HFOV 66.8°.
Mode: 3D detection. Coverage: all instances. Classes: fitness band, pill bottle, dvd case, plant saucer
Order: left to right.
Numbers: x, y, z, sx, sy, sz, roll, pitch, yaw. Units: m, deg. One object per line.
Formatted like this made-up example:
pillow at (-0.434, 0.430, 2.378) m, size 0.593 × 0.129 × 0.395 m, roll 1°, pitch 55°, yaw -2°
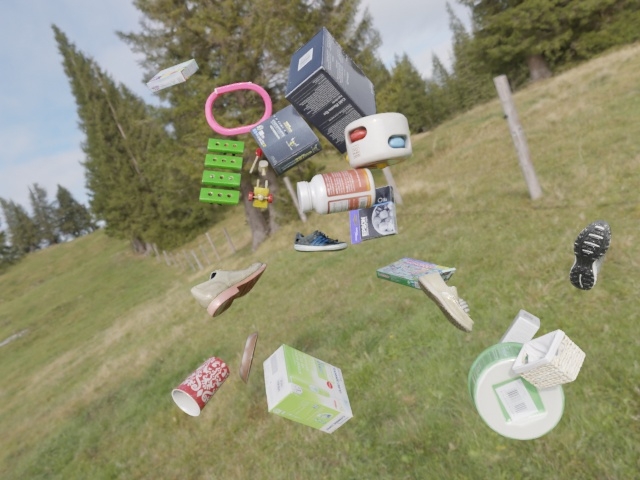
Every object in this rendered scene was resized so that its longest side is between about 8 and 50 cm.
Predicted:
fitness band at (-0.352, -0.565, 2.091) m, size 0.291 × 0.208 × 0.054 m, roll -10°, pitch 14°, yaw 4°
plant saucer at (-0.269, 0.432, 1.811) m, size 0.036 × 0.198 × 0.198 m, roll 12°, pitch 9°, yaw -3°
pill bottle at (0.044, -0.142, 1.437) m, size 0.216 × 0.121 × 0.121 m, roll -9°, pitch 7°, yaw -8°
dvd case at (0.489, 0.162, 1.960) m, size 0.087 × 0.013 × 0.119 m, roll -8°, pitch -43°, yaw -38°

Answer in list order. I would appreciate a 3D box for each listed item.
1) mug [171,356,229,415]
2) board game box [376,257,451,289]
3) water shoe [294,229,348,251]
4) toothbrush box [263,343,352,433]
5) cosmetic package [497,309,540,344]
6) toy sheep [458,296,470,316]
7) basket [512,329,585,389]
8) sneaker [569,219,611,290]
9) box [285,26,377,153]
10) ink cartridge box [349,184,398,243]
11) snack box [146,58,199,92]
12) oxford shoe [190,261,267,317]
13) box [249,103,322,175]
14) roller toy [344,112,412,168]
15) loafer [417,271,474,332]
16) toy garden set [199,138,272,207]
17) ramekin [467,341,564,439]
mug at (-0.399, 0.471, 1.599) m, size 0.150 × 0.113 × 0.169 m, roll -5°, pitch 27°, yaw 36°
board game box at (0.466, 0.163, 2.448) m, size 0.214 × 0.046 × 0.317 m, roll -21°, pitch 19°, yaw -31°
water shoe at (0.000, 0.000, 1.766) m, size 0.203 × 0.080 × 0.073 m, roll -2°, pitch -6°, yaw 14°
toothbrush box at (-0.046, 0.514, 1.682) m, size 0.122 × 0.283 × 0.206 m, roll -44°, pitch 33°, yaw 20°
cosmetic package at (0.752, 0.392, 1.888) m, size 0.117 × 0.086 × 0.231 m, roll -17°, pitch -45°, yaw -63°
toy sheep at (0.546, 0.268, 1.944) m, size 0.091 × 0.132 × 0.091 m, roll -24°, pitch -26°, yaw -13°
basket at (0.658, 0.348, 1.401) m, size 0.113 × 0.103 × 0.167 m, roll -48°, pitch -6°, yaw -29°
sneaker at (0.928, 0.040, 1.669) m, size 0.100 × 0.271 × 0.108 m, roll 24°, pitch 46°, yaw 33°
box at (0.047, -0.556, 1.805) m, size 0.179 × 0.312 × 0.343 m, roll -32°, pitch 35°, yaw 29°
ink cartridge box at (0.203, -0.103, 1.965) m, size 0.208 × 0.206 × 0.045 m, roll -13°, pitch -20°, yaw 29°
snack box at (-0.471, -0.526, 1.551) m, size 0.141 × 0.037 × 0.100 m, roll -9°, pitch 36°, yaw 24°
oxford shoe at (-0.346, 0.150, 1.915) m, size 0.140 × 0.147 × 0.397 m, roll -55°, pitch -9°, yaw 26°
box at (-0.125, -0.359, 1.719) m, size 0.184 × 0.232 × 0.059 m, roll -31°, pitch -34°, yaw -1°
roller toy at (0.172, -0.287, 1.460) m, size 0.210 × 0.146 × 0.191 m, roll -9°, pitch -1°, yaw 9°
loafer at (0.471, 0.216, 1.772) m, size 0.092 × 0.268 × 0.102 m, roll -37°, pitch -21°, yaw -7°
toy garden set at (-0.244, -0.193, 1.455) m, size 0.204 × 0.244 × 0.049 m, roll 4°, pitch -36°, yaw -8°
ramekin at (0.644, 0.499, 1.600) m, size 0.304 × 0.303 × 0.148 m, roll -22°, pitch -5°, yaw 15°
